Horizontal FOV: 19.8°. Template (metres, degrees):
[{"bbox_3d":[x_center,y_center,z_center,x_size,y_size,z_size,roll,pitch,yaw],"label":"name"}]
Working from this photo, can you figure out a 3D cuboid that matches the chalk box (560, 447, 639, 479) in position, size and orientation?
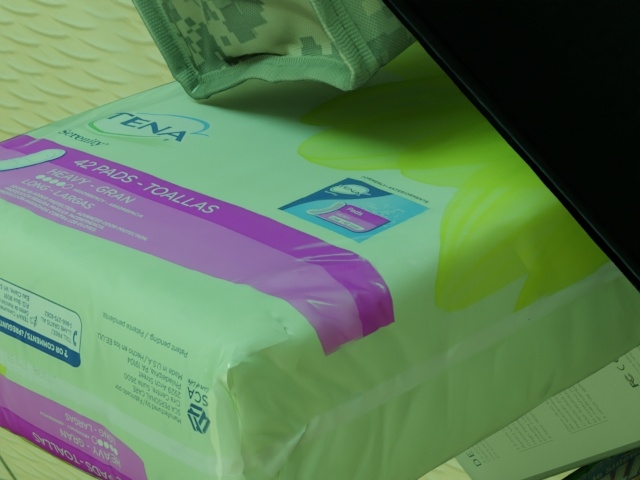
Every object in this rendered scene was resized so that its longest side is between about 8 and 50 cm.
[{"bbox_3d":[0.172,0.228,0.990,0.179,0.289,0.180,-36,96,17],"label":"chalk box"}]

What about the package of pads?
[{"bbox_3d":[0.000,0.000,0.748,0.229,0.296,0.101,20,123,44],"label":"package of pads"}]

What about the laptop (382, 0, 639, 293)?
[{"bbox_3d":[0.252,-0.116,0.486,0.382,0.408,0.236,48,-177,4],"label":"laptop"}]

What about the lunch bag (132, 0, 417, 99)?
[{"bbox_3d":[-0.001,-0.237,0.708,0.169,0.235,0.287,3,126,60],"label":"lunch bag"}]

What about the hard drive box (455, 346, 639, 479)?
[{"bbox_3d":[0.116,0.027,0.994,0.181,0.089,0.232,52,150,-2],"label":"hard drive box"}]
